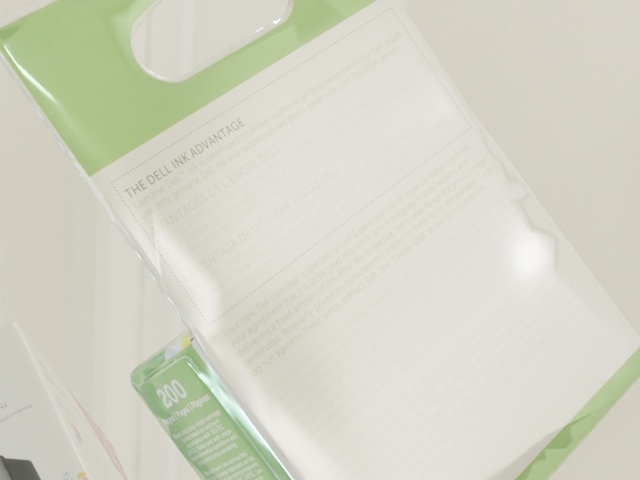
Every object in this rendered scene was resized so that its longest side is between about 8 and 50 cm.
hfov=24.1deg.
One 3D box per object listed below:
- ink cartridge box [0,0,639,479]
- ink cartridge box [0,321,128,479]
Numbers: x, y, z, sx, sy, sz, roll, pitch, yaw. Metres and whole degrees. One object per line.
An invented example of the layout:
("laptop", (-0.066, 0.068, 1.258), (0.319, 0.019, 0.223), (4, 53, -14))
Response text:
("ink cartridge box", (0.000, 0.000, 0.539), (0.171, 0.235, 0.056), (-37, 1, -39))
("ink cartridge box", (-0.189, 0.246, 1.111), (0.131, 0.226, 0.306), (-30, 54, -7))
